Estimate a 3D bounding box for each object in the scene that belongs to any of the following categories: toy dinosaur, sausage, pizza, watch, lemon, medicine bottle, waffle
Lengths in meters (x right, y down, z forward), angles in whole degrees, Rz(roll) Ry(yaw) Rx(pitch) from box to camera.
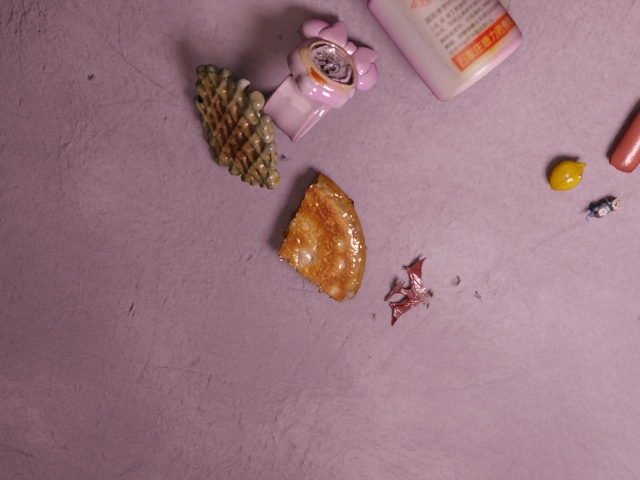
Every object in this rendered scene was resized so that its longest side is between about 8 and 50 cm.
[{"bbox_3d":[0.641,-0.071,1.561,0.083,0.047,0.031,-27,102,18],"label":"toy dinosaur"},{"bbox_3d":[0.689,-0.222,1.492,0.062,0.062,0.154,26,112,3],"label":"sausage"},{"bbox_3d":[0.000,0.000,1.713,0.226,0.086,0.336,-10,104,21],"label":"pizza"},{"bbox_3d":[-0.022,-0.353,1.559,0.211,0.248,0.217,43,138,-5],"label":"watch"},{"bbox_3d":[0.228,0.135,1.734,0.108,0.032,0.220,21,114,3],"label":"toy dinosaur"},{"bbox_3d":[0.555,-0.147,1.546,0.092,0.065,0.065,-39,96,26],"label":"lemon"},{"bbox_3d":[0.222,-0.501,1.426,0.219,0.219,0.388,-37,96,21],"label":"medicine bottle"},{"bbox_3d":[-0.194,-0.263,1.591,0.309,0.056,0.292,30,139,47],"label":"waffle"}]

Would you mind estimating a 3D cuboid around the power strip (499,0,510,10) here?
[{"bbox_3d":[0.389,-0.559,1.472,0.050,0.019,0.136,7,109,12],"label":"power strip"}]
